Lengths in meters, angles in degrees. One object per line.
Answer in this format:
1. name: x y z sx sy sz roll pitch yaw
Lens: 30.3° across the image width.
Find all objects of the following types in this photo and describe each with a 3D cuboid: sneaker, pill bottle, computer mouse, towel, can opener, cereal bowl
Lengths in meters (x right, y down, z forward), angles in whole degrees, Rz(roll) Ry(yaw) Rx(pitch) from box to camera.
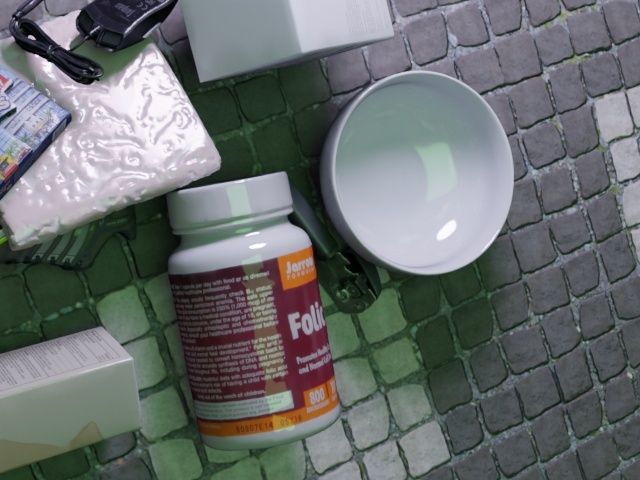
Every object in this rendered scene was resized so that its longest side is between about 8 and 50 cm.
1. sneaker: -0.398 0.002 1.738 0.300 0.111 0.121 -27 105 -20
2. pill bottle: -0.108 0.102 1.801 0.224 0.224 0.392 -13 96 -23
3. computer mouse: -0.330 -0.334 1.744 0.184 0.060 0.262 28 60 15
4. towel: -0.358 -0.176 1.721 0.331 0.053 0.317 -25 75 -23
5. can opener: 0.000 0.000 1.946 0.283 0.076 0.095 54 39 -15
6. cereal bowl: 0.143 -0.108 1.955 0.339 0.141 0.339 0 89 -25

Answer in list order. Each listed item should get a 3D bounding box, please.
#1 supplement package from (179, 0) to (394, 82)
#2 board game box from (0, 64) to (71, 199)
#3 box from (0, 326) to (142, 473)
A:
1. supplement package: -0.054 -0.368 1.781 0.262 0.198 0.199 -23 101 -54
2. board game box: -0.477 -0.166 1.621 0.194 0.060 0.194 35 63 0
3. box: -0.427 0.236 1.685 0.311 0.148 0.121 -14 112 -25
